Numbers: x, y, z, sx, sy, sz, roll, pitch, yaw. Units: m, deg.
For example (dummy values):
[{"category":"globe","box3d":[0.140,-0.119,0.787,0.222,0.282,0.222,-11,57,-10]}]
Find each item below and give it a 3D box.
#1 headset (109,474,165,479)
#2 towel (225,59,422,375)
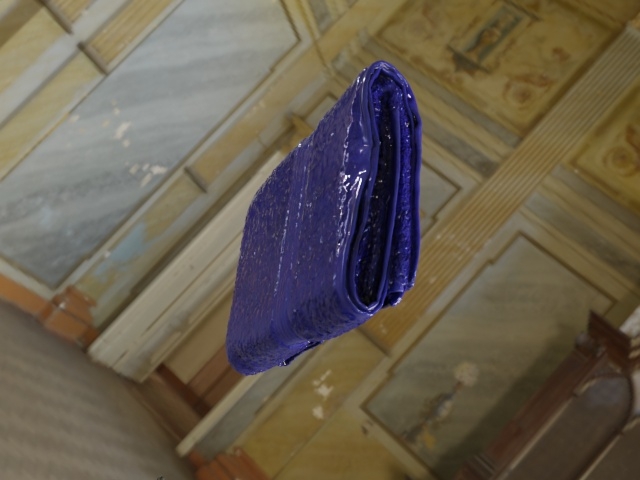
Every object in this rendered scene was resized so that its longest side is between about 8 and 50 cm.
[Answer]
[{"category":"headset","box3d":[-0.111,0.348,0.677,0.185,0.243,0.394,-129,-158,-53]},{"category":"towel","box3d":[0.000,0.000,0.778,0.076,0.227,0.308,16,-24,-19]}]
